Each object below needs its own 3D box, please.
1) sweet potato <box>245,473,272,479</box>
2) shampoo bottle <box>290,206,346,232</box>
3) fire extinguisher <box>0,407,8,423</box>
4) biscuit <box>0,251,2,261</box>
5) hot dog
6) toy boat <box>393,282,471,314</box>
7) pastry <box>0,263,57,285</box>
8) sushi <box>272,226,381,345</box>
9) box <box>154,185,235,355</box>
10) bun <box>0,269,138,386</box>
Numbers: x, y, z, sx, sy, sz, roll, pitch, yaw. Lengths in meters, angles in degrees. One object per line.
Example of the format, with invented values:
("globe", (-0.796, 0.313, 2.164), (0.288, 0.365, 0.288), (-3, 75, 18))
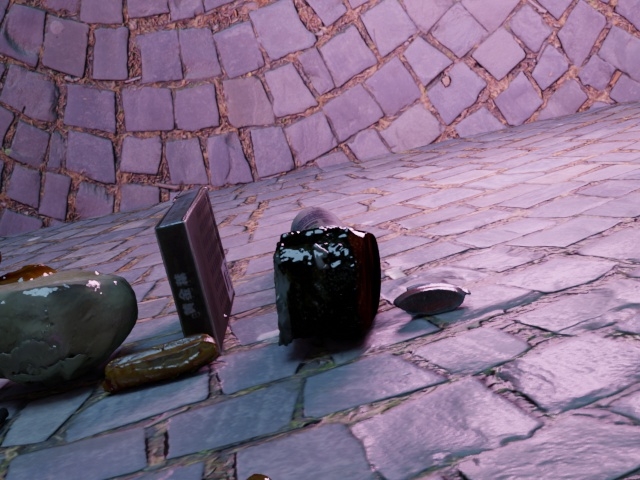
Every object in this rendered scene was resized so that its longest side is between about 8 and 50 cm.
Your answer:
("sweet potato", (-0.049, 0.201, 0.763), (0.034, 0.034, 0.095), (-12, 20, 8))
("shampoo bottle", (0.000, 0.000, 1.642), (0.092, 0.092, 0.303), (-14, 9, -4))
("fire extinguisher", (-0.388, 0.211, 1.183), (0.046, 0.032, 0.100), (19, 0, -18))
("biscuit", (-0.645, 0.096, 1.713), (0.262, 0.037, 0.262), (-47, -4, -5))
("hot dog", (-0.192, 0.149, 1.223), (0.144, 0.038, 0.062), (-17, 13, -9))
("toy boat", (0.136, 0.063, 1.279), (0.096, 0.034, 0.122), (-7, 9, 1))
("pastry", (-0.527, 0.109, 1.697), (0.218, 0.100, 0.229), (-20, 11, -31))
("sushi", (0.004, 0.048, 1.251), (0.126, 0.136, 0.225), (-3, 7, 8))
("box", (-0.168, 0.035, 1.406), (0.047, 0.180, 0.325), (-14, 11, 0))
("bun", (-0.349, 0.116, 1.320), (0.239, 0.141, 0.239), (-11, 4, 1))
